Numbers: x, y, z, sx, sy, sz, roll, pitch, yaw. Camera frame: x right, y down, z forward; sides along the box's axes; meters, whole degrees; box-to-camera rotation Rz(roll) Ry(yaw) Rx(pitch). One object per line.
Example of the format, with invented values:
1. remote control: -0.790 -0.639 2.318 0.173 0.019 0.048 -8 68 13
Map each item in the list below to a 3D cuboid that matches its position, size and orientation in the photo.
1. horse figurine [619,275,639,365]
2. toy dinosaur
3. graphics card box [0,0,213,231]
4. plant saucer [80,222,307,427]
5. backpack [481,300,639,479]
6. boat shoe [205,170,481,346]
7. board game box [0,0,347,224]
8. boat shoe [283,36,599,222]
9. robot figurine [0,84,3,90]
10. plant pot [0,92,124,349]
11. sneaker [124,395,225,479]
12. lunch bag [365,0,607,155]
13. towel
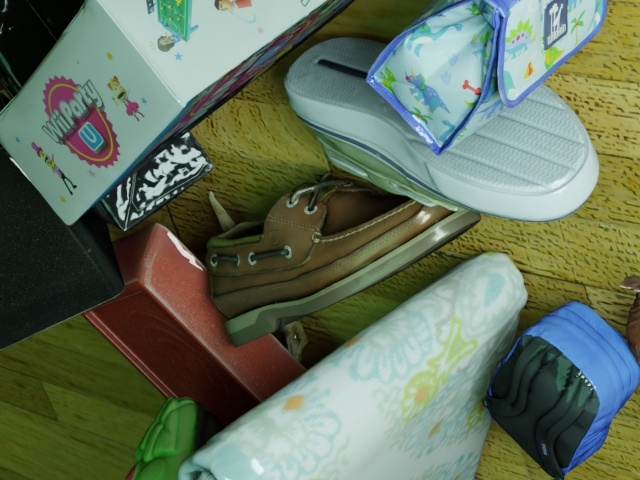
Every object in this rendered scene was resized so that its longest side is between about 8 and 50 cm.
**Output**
1. horse figurine: 0.310 0.124 1.419 0.263 0.066 0.174 43 141 8
2. toy dinosaur: -0.069 0.029 1.810 0.092 0.053 0.183 -16 111 40
3. graphics card box: -0.202 -0.126 1.626 0.233 0.094 0.371 56 173 -7
4. plant saucer: -0.118 0.107 1.862 0.259 0.048 0.258 45 157 -12
5. backpack: 0.190 0.102 1.505 0.098 0.101 0.120 40 146 18
6. boat shoe: 0.000 0.000 1.619 0.307 0.111 0.104 -26 87 46
7. board game box: -0.061 -0.161 1.362 0.097 0.303 0.224 51 148 -1
8. boat shoe: 0.096 -0.073 1.467 0.302 0.109 0.094 29 156 46
9. robot figurine: -0.383 -0.147 1.844 0.158 0.219 0.128 77 171 -65
10. plant pot: -0.305 -0.020 1.786 0.188 0.187 0.167 -116 1 -60
11. sneaker: -0.072 0.273 1.864 0.202 0.185 0.483 17 168 12
12. lunch bag: 0.122 -0.145 1.319 0.096 0.129 0.151 45 145 6
13. towel: 0.014 0.203 1.617 0.090 0.320 0.374 39 146 22
